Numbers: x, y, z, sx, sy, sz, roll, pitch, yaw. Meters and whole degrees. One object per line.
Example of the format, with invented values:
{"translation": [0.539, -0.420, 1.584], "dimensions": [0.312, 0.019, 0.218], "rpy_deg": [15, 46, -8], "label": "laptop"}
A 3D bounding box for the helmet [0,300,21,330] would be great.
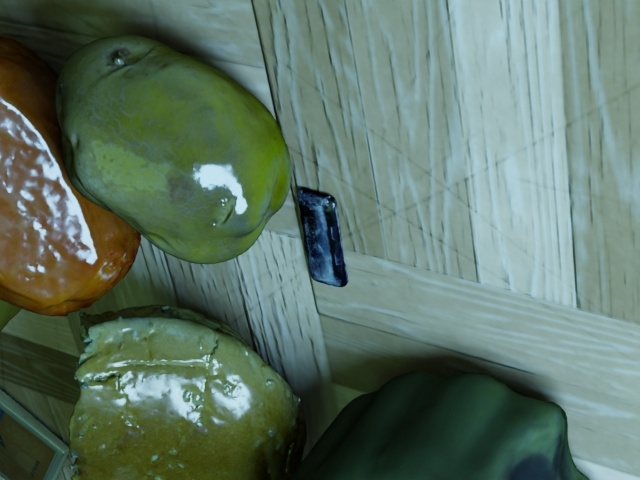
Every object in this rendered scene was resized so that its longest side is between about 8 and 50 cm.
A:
{"translation": [-0.353, -0.006, 1.362], "dimensions": [0.205, 0.140, 0.256], "rpy_deg": [-142, 35, -62], "label": "helmet"}

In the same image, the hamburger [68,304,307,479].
{"translation": [-0.118, 0.186, 1.310], "dimensions": [0.211, 0.132, 0.308], "rpy_deg": [-2, 132, -4], "label": "hamburger"}

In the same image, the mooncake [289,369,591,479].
{"translation": [0.131, 0.278, 1.183], "dimensions": [0.351, 0.187, 0.351], "rpy_deg": [19, 135, 20], "label": "mooncake"}

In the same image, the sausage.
{"translation": [-0.261, -0.058, 1.221], "dimensions": [0.268, 0.153, 0.141], "rpy_deg": [63, 178, -24], "label": "sausage"}

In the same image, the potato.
{"translation": [-0.121, -0.073, 1.113], "dimensions": [0.200, 0.137, 0.154], "rpy_deg": [32, 170, 12], "label": "potato"}

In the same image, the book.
{"translation": [-0.413, 0.212, 1.704], "dimensions": [0.242, 0.018, 0.170], "rpy_deg": [38, 141, 5], "label": "book"}

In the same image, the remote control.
{"translation": [0.000, 0.000, 1.169], "dimensions": [0.039, 0.014, 0.096], "rpy_deg": [17, 134, 28], "label": "remote control"}
